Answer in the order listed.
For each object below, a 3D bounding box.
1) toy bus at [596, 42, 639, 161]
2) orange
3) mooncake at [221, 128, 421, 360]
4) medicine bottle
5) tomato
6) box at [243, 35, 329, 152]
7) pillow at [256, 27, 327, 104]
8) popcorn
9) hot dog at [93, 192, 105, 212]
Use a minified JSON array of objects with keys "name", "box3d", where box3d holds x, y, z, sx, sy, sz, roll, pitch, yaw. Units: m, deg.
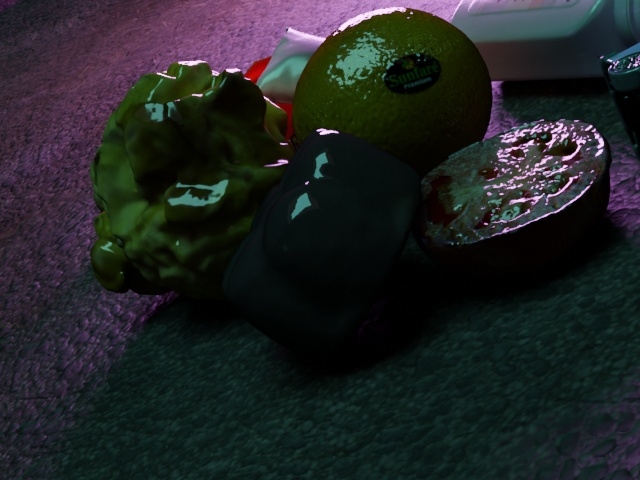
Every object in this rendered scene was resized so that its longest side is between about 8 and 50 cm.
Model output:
[{"name":"toy bus","box3d":[0.399,-0.131,1.500,0.165,0.133,0.271,-29,21,-7]},{"name":"orange","box3d":[0.083,-0.155,1.805,0.236,0.236,0.236,-25,24,12]},{"name":"mooncake","box3d":[0.000,0.000,1.619,0.245,0.133,0.245,-58,8,13]},{"name":"medicine bottle","box3d":[0.314,-0.267,1.878,0.179,0.124,0.324,-43,28,-26]},{"name":"tomato","box3d":[0.201,-0.033,1.594,0.225,0.085,0.225,-22,24,10]},{"name":"box","box3d":[-0.049,-0.161,2.125,0.197,0.089,0.313,-16,27,32]},{"name":"pillow","box3d":[0.052,-0.193,1.985,0.254,0.078,0.144,15,39,7]},{"name":"popcorn","box3d":[-0.144,-0.048,1.835,0.225,0.265,0.332,-14,-35,-50]},{"name":"hot dog","box3d":[-0.214,-0.111,2.221,0.242,0.084,0.073,-39,26,-15]}]
